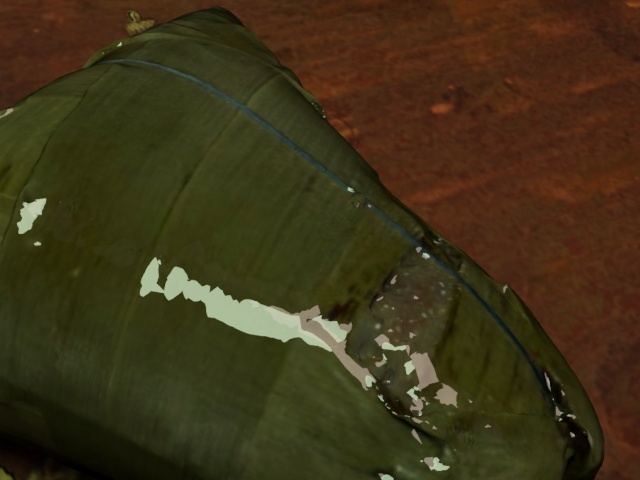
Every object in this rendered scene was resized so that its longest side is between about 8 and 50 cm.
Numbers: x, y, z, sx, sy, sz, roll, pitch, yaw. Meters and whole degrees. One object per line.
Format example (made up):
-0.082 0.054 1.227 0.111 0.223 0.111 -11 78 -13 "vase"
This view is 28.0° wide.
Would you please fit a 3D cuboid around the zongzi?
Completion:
0.000 0.000 0.696 0.356 0.174 0.393 25 35 12 "zongzi"
